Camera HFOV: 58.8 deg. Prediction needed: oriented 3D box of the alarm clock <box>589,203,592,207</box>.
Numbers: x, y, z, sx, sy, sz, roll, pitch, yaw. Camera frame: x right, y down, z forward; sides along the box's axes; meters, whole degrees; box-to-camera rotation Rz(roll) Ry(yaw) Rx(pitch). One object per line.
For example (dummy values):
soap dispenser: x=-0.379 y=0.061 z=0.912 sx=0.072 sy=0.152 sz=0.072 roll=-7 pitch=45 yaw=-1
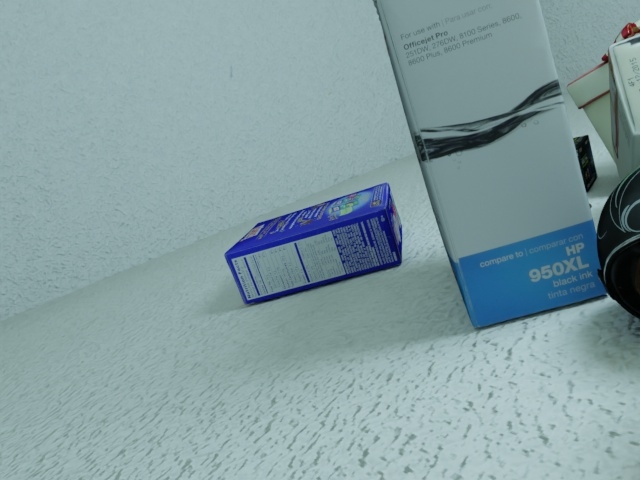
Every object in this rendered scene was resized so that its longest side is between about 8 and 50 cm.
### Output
alarm clock: x=0.358 y=-0.047 z=0.967 sx=0.192 sy=0.064 sz=0.129 roll=-6 pitch=16 yaw=37

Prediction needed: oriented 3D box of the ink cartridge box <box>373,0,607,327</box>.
ink cartridge box: x=0.208 y=-0.132 z=0.744 sx=0.166 sy=0.394 sz=0.285 roll=-17 pitch=12 yaw=11

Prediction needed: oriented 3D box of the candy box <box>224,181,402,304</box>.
candy box: x=0.000 y=0.000 z=1.156 sx=0.317 sy=0.122 sz=0.268 roll=-15 pitch=13 yaw=12

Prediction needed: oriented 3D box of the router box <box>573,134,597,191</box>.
router box: x=0.511 y=-0.151 z=1.125 sx=0.038 sy=0.092 sz=0.122 roll=-10 pitch=14 yaw=37

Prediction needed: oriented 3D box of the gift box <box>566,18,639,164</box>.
gift box: x=0.616 y=-0.274 z=0.971 sx=0.276 sy=0.258 sz=0.255 roll=-32 pitch=0 yaw=38

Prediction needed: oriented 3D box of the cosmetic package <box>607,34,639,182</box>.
cosmetic package: x=0.473 y=-0.152 z=0.748 sx=0.153 sy=0.129 sz=0.296 roll=-13 pitch=-20 yaw=23

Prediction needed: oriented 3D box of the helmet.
helmet: x=0.353 y=-0.010 z=0.530 sx=0.169 sy=0.169 sz=0.161 roll=-7 pitch=33 yaw=46
